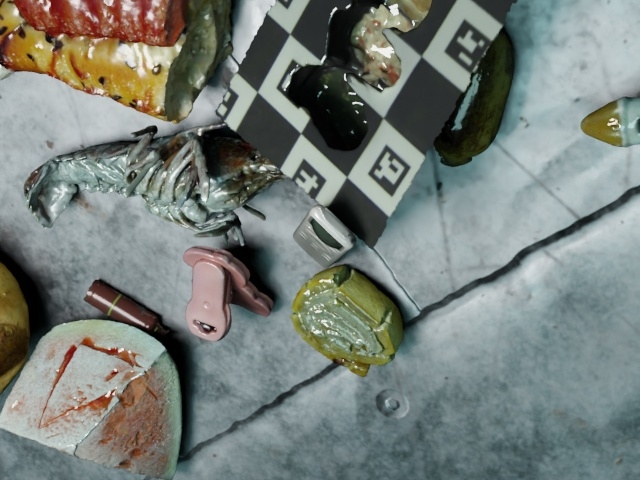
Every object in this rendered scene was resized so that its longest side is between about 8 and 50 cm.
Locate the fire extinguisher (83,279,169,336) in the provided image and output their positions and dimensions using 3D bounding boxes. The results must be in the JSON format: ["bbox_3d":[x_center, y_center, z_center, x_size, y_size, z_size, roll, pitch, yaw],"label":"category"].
[{"bbox_3d":[-0.275,0.105,1.908,0.132,0.039,0.056,31,155,4],"label":"fire extinguisher"}]

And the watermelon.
[{"bbox_3d":[-0.321,0.260,1.909,0.213,0.201,0.262,15,129,27],"label":"watermelon"}]

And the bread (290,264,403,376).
[{"bbox_3d":[0.038,0.107,1.773,0.156,0.064,0.117,35,124,3],"label":"bread"}]

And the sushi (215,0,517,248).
[{"bbox_3d":[0.076,-0.223,1.570,0.296,0.100,0.373,42,116,28],"label":"sushi"}]

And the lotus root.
[{"bbox_3d":[0.174,-0.167,1.571,0.089,0.080,0.179,20,119,12],"label":"lotus root"}]

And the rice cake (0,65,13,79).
[{"bbox_3d":[-0.496,-0.320,1.773,0.256,0.052,0.057,53,145,-10],"label":"rice cake"}]

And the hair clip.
[{"bbox_3d":[-0.130,0.054,1.787,0.123,0.102,0.138,12,121,18],"label":"hair clip"}]

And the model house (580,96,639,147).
[{"bbox_3d":[0.423,-0.120,1.451,0.291,0.184,0.253,-4,118,28],"label":"model house"}]

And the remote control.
[{"bbox_3d":[0.000,0.000,1.646,0.067,0.261,0.029,43,81,0],"label":"remote control"}]

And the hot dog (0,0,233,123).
[{"bbox_3d":[-0.304,-0.327,1.570,0.365,0.196,0.367,22,144,12],"label":"hot dog"}]

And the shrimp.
[{"bbox_3d":[-0.207,-0.073,1.732,0.410,0.166,0.221,10,153,31],"label":"shrimp"}]

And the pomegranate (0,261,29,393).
[{"bbox_3d":[-0.551,0.125,1.894,0.281,0.281,0.281,9,118,17],"label":"pomegranate"}]
